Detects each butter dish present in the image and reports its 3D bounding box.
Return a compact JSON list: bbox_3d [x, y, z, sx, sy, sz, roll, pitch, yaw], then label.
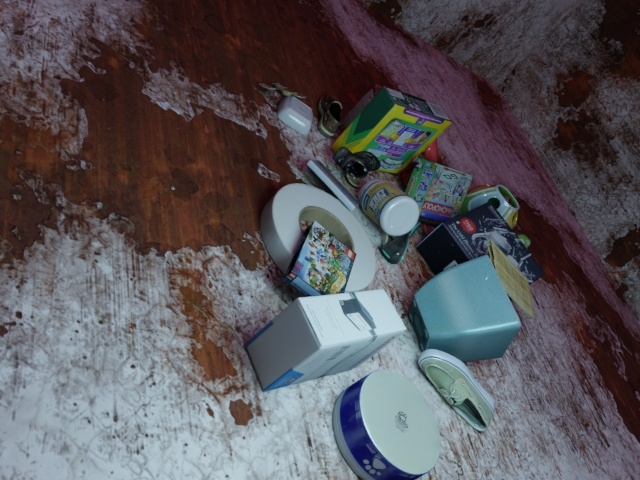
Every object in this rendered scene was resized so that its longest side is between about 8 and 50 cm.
[{"bbox_3d":[0.408,-0.228,2.331,0.160,0.160,0.118,22,65,-32],"label":"butter dish"}]

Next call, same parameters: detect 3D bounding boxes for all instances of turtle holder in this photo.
[{"bbox_3d":[0.715,-0.090,2.420,0.243,0.227,0.320,15,45,-38],"label":"turtle holder"}]

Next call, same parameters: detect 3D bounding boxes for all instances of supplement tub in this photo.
[{"bbox_3d":[0.228,-0.117,1.964,0.144,0.144,0.199,20,17,-33],"label":"supplement tub"}]

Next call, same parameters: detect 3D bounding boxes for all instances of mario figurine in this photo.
[{"bbox_3d":[0.364,-0.422,2.513,0.320,0.170,0.198,35,71,1],"label":"mario figurine"}]

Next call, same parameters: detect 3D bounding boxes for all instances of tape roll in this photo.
[{"bbox_3d":[0.000,0.000,1.717,0.392,0.072,0.392,27,40,-25],"label":"tape roll"}]

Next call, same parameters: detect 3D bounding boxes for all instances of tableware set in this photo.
[{"bbox_3d":[-0.136,-0.553,2.115,0.169,0.020,0.141,24,20,19],"label":"tableware set"},{"bbox_3d":[0.163,-0.195,2.109,0.194,0.039,0.128,32,37,-19],"label":"tableware set"}]

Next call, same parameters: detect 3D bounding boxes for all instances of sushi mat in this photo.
[{"bbox_3d":[0.621,0.130,1.873,0.316,0.019,0.151,37,43,-40],"label":"sushi mat"}]

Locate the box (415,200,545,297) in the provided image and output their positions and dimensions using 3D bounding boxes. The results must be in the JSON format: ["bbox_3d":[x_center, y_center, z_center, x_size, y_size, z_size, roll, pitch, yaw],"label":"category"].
[{"bbox_3d":[0.584,0.071,2.107,0.312,0.179,0.343,-22,72,-39],"label":"box"}]

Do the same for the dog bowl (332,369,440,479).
[{"bbox_3d":[0.164,0.455,1.404,0.265,0.104,0.265,28,39,-25],"label":"dog bowl"}]

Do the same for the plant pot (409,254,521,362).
[{"bbox_3d":[0.413,0.231,1.750,0.252,0.248,0.247,-13,57,-7],"label":"plant pot"}]

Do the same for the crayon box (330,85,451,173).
[{"bbox_3d":[0.270,-0.405,2.189,0.363,0.313,0.106,2,54,-46],"label":"crayon box"}]

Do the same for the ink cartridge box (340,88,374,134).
[{"bbox_3d":[0.164,-0.482,2.256,0.067,0.198,0.115,27,40,-26],"label":"ink cartridge box"}]

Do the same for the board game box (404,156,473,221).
[{"bbox_3d":[0.460,-0.192,2.278,0.317,0.213,0.046,8,16,-42],"label":"board game box"}]

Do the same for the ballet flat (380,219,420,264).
[{"bbox_3d":[0.277,-0.021,2.015,0.096,0.095,0.280,34,35,3],"label":"ballet flat"}]

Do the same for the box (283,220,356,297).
[{"bbox_3d":[0.004,0.068,1.552,0.159,0.044,0.233,38,37,-12],"label":"box"}]

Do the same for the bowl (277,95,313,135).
[{"bbox_3d":[-0.085,-0.465,2.107,0.142,0.053,0.142,30,37,-20],"label":"bowl"}]

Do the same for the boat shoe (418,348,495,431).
[{"bbox_3d":[0.402,0.434,1.677,0.302,0.109,0.094,41,37,-12],"label":"boat shoe"}]

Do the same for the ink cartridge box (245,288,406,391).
[{"bbox_3d":[0.016,0.230,1.369,0.307,0.223,0.129,0,55,-47],"label":"ink cartridge box"}]

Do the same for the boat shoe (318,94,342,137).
[{"bbox_3d":[0.052,-0.502,2.247,0.095,0.095,0.257,28,39,-25],"label":"boat shoe"}]

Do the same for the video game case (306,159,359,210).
[{"bbox_3d":[0.046,-0.187,1.930,0.212,0.023,0.193,46,11,0],"label":"video game case"}]

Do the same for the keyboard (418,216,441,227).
[{"bbox_3d":[0.368,-0.078,2.173,0.180,0.023,0.108,16,6,-16],"label":"keyboard"}]

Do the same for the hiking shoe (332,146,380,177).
[{"bbox_3d":[0.143,-0.263,2.083,0.227,0.086,0.114,2,51,-43],"label":"hiking shoe"}]
